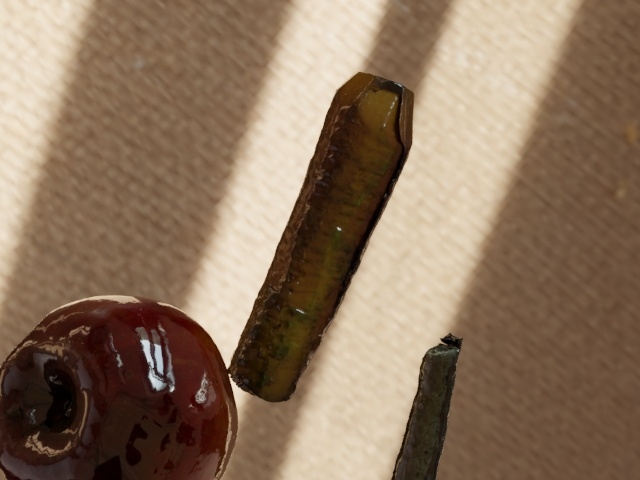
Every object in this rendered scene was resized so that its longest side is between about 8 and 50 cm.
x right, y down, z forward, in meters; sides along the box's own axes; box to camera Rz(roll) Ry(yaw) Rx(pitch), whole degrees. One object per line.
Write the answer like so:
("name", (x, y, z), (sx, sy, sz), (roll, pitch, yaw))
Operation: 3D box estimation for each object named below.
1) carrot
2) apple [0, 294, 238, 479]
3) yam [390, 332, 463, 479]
("carrot", (0.000, 0.000, 1.484), (0.070, 0.070, 0.260), (22, 93, -39))
("apple", (-0.128, 0.118, 1.346), (0.158, 0.147, 0.156), (15, 68, -53))
("yam", (0.061, 0.118, 1.200), (0.027, 0.033, 0.129), (1, 103, -43))
